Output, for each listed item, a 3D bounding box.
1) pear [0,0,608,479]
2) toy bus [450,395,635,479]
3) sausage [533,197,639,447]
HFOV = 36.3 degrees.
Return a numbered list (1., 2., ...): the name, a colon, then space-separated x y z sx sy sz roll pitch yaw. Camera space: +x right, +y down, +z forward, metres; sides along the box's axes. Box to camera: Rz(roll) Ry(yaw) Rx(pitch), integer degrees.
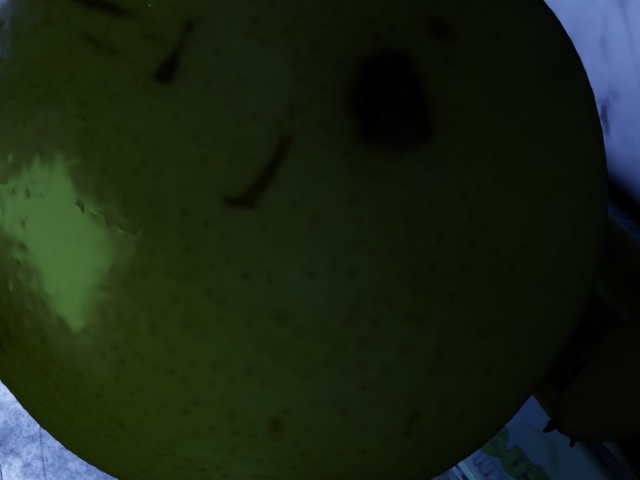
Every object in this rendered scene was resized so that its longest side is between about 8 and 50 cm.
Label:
1. pear: -0.032 -0.027 0.521 0.348 0.348 0.348 164 90 -73
2. toy bus: 0.160 0.176 0.647 0.330 0.109 0.136 53 -175 38
3. sausage: 0.128 -0.003 0.662 0.317 0.125 0.117 -125 24 -48
